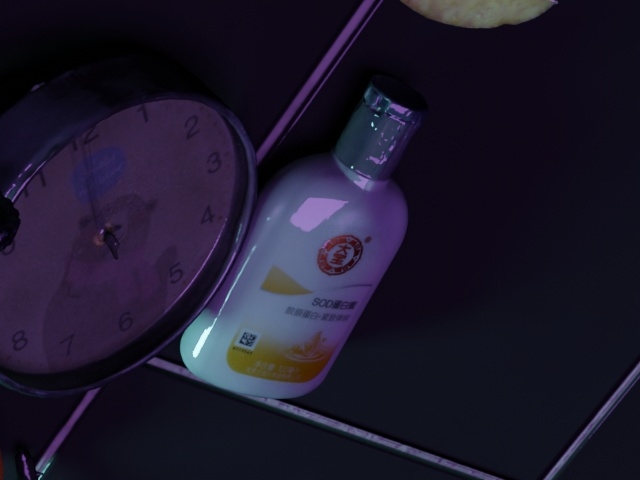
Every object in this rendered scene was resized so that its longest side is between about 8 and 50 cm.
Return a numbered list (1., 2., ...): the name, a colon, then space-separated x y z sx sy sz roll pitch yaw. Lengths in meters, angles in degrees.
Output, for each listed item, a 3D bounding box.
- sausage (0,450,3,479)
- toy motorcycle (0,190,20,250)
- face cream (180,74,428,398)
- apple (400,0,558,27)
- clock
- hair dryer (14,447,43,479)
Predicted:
1. sausage: -0.300 0.138 1.550 0.071 0.071 0.234 -17 129 -12
2. toy motorcycle: -0.287 -0.065 1.305 0.122 0.213 0.082 17 116 -45
3. face cream: 0.000 0.000 1.584 0.144 0.071 0.291 14 117 -34
4. apple: 0.154 -0.303 1.370 0.293 0.163 0.251 -13 140 1
5. clock: -0.165 -0.007 1.454 0.280 0.055 0.281 -30 141 -28
6. hair dryer: -0.298 0.332 1.705 0.303 0.120 0.359 2 114 -9
